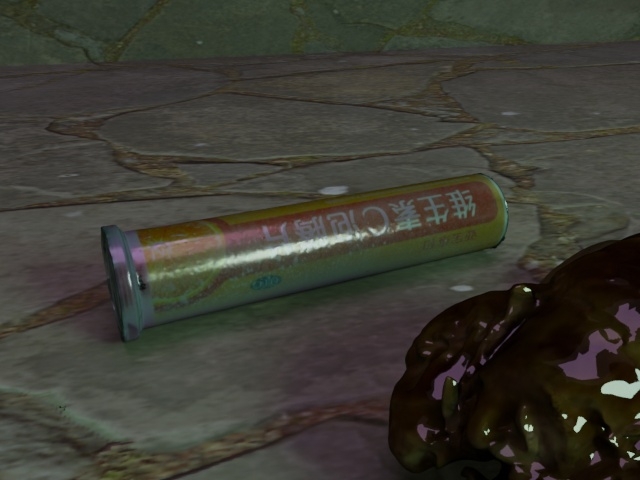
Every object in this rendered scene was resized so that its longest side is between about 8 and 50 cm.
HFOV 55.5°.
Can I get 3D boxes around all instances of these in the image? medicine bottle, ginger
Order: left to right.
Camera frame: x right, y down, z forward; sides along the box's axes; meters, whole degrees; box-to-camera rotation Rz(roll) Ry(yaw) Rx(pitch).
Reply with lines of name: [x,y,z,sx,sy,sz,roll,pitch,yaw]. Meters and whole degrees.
medicine bottle: [0.000,0.000,0.638,0.426,0.108,0.108,-12,31,-23]
ginger: [0.182,0.128,0.326,0.274,0.152,0.357,-4,39,-3]

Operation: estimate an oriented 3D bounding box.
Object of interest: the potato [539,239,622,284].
potato: [0.275,0.061,0.530,0.120,0.100,0.261,-11,30,-20]
